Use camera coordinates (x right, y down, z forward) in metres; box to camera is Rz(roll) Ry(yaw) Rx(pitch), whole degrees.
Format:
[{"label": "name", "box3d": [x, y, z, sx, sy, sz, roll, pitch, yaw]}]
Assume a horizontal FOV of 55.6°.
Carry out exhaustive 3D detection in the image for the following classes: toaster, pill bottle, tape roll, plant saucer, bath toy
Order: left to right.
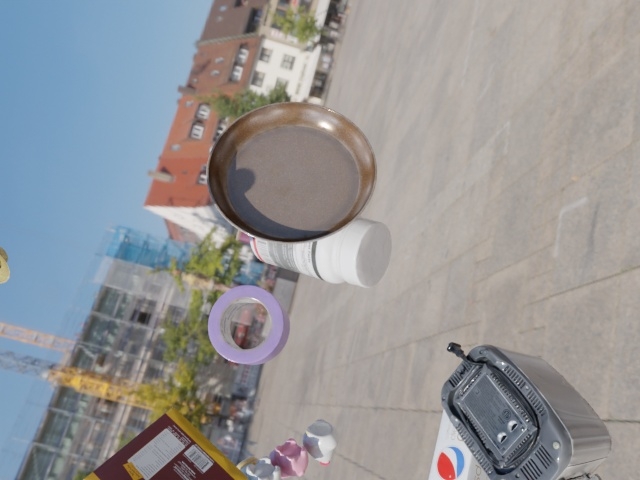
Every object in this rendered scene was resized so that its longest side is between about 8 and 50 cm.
[{"label": "tape roll", "box3d": [-0.174, 0.208, 1.490, 0.080, 0.188, 0.189, 58, -135, -74]}, {"label": "bath toy", "box3d": [-0.100, 0.600, 1.610, 0.151, 0.348, 0.129, 22, 125, 48]}, {"label": "plant saucer", "box3d": [-0.053, -0.121, 1.121, 0.050, 0.310, 0.311, 93, -171, -62]}, {"label": "pill bottle", "box3d": [0.000, 0.000, 1.298, 0.161, 0.283, 0.161, -22, -62, -48]}, {"label": "toaster", "box3d": [0.267, 0.231, 0.803, 0.129, 0.146, 0.227, -59, 40, 21]}]

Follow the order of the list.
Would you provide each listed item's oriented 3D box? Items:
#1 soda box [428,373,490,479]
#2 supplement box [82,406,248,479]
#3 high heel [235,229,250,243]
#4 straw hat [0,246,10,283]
[{"label": "soda box", "box3d": [0.231, 0.325, 0.957, 0.073, 0.069, 0.216, -12, 51, 49]}, {"label": "supplement box", "box3d": [-0.265, 0.436, 1.034, 0.194, 0.191, 0.129, -36, -25, -43]}, {"label": "high heel", "box3d": [-0.081, -0.116, 1.555, 0.127, 0.181, 0.377, -86, 18, -47]}, {"label": "straw hat", "box3d": [-0.923, 0.047, 1.715, 0.061, 0.144, 0.145, -66, -5, -54]}]
